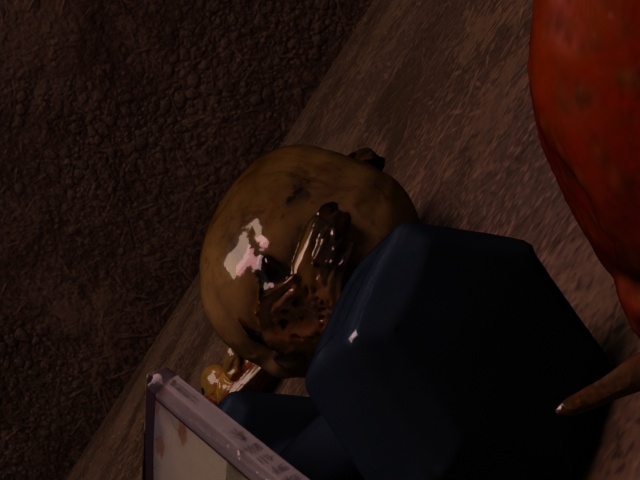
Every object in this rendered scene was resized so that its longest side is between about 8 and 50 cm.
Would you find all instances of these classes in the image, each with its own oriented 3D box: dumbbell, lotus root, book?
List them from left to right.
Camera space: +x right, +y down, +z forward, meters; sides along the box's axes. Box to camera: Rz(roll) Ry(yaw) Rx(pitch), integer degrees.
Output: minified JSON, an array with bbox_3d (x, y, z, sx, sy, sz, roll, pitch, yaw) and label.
[{"bbox_3d":[-0.042,0.183,0.844,0.231,0.026,0.158,29,122,53],"label":"book"},{"bbox_3d":[0.000,0.000,1.307,0.183,0.182,0.310,-54,7,27],"label":"lotus root"},{"bbox_3d":[0.023,0.120,0.893,0.144,0.160,0.325,-26,-12,-34],"label":"dumbbell"}]

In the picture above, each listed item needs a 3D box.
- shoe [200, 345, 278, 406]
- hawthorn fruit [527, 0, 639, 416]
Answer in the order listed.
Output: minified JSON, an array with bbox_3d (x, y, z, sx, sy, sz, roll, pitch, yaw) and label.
[{"bbox_3d":[-0.078,0.138,1.646,0.069,0.072,0.109,54,125,38],"label":"shoe"},{"bbox_3d":[0.160,-0.050,0.529,0.210,0.210,0.262,-120,54,-80],"label":"hawthorn fruit"}]
